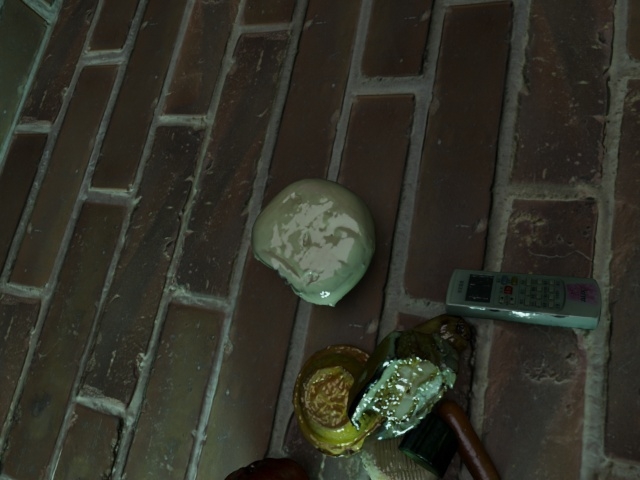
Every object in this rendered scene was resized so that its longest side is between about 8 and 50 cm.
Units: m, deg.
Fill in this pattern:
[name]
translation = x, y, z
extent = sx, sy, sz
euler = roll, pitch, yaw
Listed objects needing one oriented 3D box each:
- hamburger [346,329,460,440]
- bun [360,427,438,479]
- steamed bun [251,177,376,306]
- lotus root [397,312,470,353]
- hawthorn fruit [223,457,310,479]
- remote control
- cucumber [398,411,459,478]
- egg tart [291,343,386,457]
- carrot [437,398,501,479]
[hamburger]
translation = 0.192, 0.315, 1.233
extent = 0.168, 0.192, 0.288
euler = 33, 114, 2
[bun]
translation = 0.189, 0.521, 1.260
extent = 0.188, 0.111, 0.164
euler = -4, 52, -4
[steamed bun]
translation = 0.000, 0.000, 1.453
extent = 0.312, 0.233, 0.334
euler = -43, 71, 1
[lotus root]
translation = 0.283, 0.243, 1.340
extent = 0.191, 0.094, 0.108
euler = -15, 47, 25
[hawthorn fruit]
translation = -0.117, 0.687, 1.270
extent = 0.254, 0.254, 0.300
euler = -20, 78, 15
[remote control]
translation = 0.483, 0.137, 1.278
extent = 0.344, 0.050, 0.145
euler = 2, 37, 22
[cucumber]
translation = 0.252, 0.459, 1.206
extent = 0.117, 0.062, 0.115
euler = 29, 52, 22
[egg tart]
translation = 0.041, 0.409, 1.367
extent = 0.288, 0.118, 0.288
euler = -5, 75, 20
[carrot]
translation = 0.346, 0.478, 1.245
extent = 0.067, 0.067, 0.225
euler = -33, 66, 9
